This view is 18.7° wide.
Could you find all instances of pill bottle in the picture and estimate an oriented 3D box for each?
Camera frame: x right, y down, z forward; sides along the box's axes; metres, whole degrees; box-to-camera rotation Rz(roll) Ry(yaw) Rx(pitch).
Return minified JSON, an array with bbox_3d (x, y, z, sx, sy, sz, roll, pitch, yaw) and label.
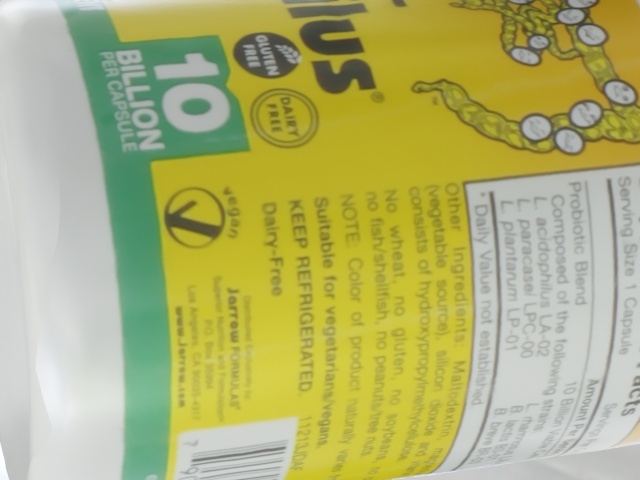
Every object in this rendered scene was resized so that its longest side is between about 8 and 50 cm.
[{"bbox_3d":[0.028,-0.005,0.452,0.208,0.117,0.118,-6,-129,-15],"label":"pill bottle"}]
